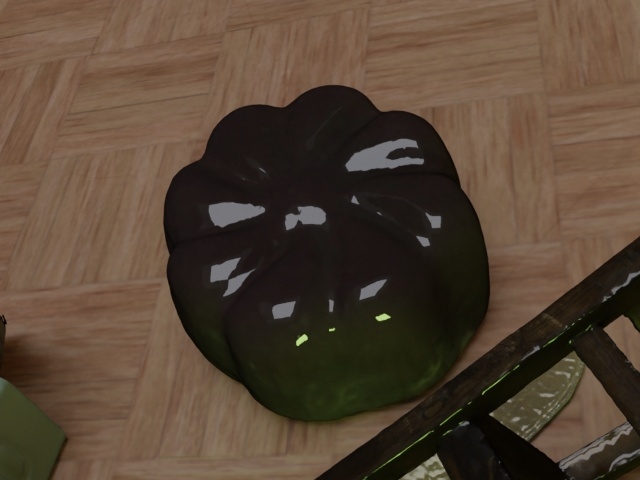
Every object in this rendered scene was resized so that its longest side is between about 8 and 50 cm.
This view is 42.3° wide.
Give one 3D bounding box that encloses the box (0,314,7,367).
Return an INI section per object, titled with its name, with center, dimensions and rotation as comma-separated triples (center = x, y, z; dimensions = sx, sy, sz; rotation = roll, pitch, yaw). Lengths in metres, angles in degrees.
[box]
center = -0.467, 0.060, 0.722
dimensions = 0.343, 0.200, 0.065
rotation = 7, 66, -10

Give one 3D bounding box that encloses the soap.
[soap]
center = -0.295, 0.223, 0.674
dimensions = 0.067, 0.119, 0.198
rotation = 0, 53, 20

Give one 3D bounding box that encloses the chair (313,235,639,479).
[chair]
center = 0.141, 0.202, 0.480
dimensions = 0.416, 0.240, 0.203
rotation = -39, 48, 11

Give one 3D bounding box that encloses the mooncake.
[mooncake]
center = 0.000, 0.000, 0.735
dimensions = 0.306, 0.154, 0.306
rotation = -8, 51, 10

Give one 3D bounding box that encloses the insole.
[insole]
center = 0.110, 0.158, 0.657
dimensions = 0.248, 0.011, 0.081
rotation = -40, 51, -13
